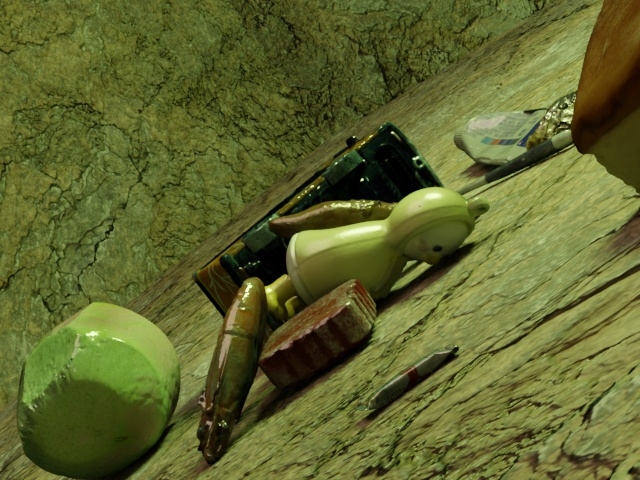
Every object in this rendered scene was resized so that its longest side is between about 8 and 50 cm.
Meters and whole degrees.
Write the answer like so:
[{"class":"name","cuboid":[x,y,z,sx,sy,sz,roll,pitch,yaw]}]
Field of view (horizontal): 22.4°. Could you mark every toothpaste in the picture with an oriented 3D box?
[{"class":"toothpaste","cuboid":[0.265,-0.151,2.355,0.282,0.068,0.099,-168,93,-71]}]

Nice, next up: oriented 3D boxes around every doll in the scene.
[{"class":"doll","cuboid":[0.069,0.019,1.948,0.296,0.117,0.141,-20,-28,21]}]

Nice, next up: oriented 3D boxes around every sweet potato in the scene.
[{"class":"sweet potato","cuboid":[0.071,-0.022,2.041,0.274,0.067,0.067,-3,5,-5]}]

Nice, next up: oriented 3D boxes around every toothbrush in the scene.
[{"class":"toothbrush","cuboid":[0.244,-0.091,2.195,0.026,0.024,0.288,-23,-4,-41]}]

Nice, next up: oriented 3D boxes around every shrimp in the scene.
[{"class":"shrimp","cuboid":[-0.095,0.157,1.840,0.143,0.052,0.251,84,-159,-49]}]

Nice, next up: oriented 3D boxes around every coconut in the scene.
[{"class":"coconut","cuboid":[-0.285,0.192,2.078,0.205,0.235,0.236,0,9,1]}]

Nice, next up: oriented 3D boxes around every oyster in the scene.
[{"class":"oyster","cuboid":[0.331,-0.167,2.173,0.148,0.051,0.103,-48,3,-18]}]

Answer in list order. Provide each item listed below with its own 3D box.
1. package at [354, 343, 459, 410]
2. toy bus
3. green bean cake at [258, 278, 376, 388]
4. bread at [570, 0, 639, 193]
[{"class":"package","cuboid":[0.080,0.129,1.507,0.110,0.015,0.037,-35,1,-8]},{"class":"toy bus","cuboid":[0.000,0.000,2.178,0.323,0.162,0.194,-41,6,-27]},{"class":"green bean cake","cuboid":[0.000,0.109,1.853,0.135,0.056,0.135,-36,7,12]},{"class":"bread","cuboid":[0.381,-0.240,1.489,0.323,0.143,0.333,-67,11,-25]}]
